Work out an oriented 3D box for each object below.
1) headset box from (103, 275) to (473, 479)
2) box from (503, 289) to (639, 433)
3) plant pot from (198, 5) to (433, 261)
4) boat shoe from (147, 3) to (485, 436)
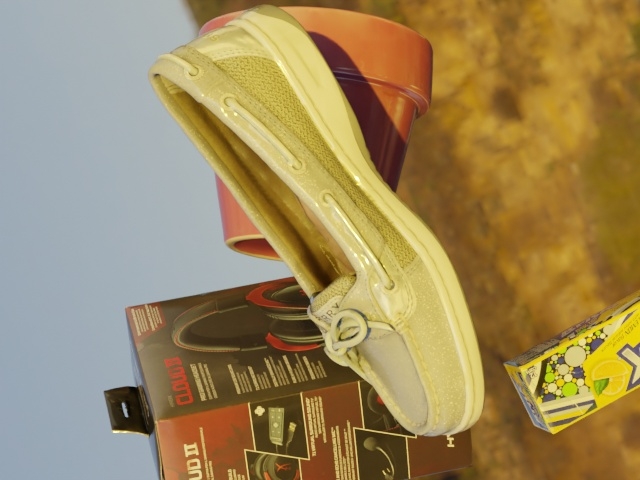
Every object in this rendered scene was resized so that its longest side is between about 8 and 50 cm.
[{"bbox_3d":[-0.039,0.128,1.495,0.218,0.293,0.110,-117,19,-64],"label":"headset box"},{"bbox_3d":[0.229,0.081,1.308,0.059,0.169,0.054,63,174,-5],"label":"box"},{"bbox_3d":[-0.010,-0.079,1.426,0.201,0.201,0.180,39,-126,-74],"label":"plant pot"},{"bbox_3d":[0.000,-0.002,1.159,0.320,0.103,0.118,62,154,-1],"label":"boat shoe"}]
